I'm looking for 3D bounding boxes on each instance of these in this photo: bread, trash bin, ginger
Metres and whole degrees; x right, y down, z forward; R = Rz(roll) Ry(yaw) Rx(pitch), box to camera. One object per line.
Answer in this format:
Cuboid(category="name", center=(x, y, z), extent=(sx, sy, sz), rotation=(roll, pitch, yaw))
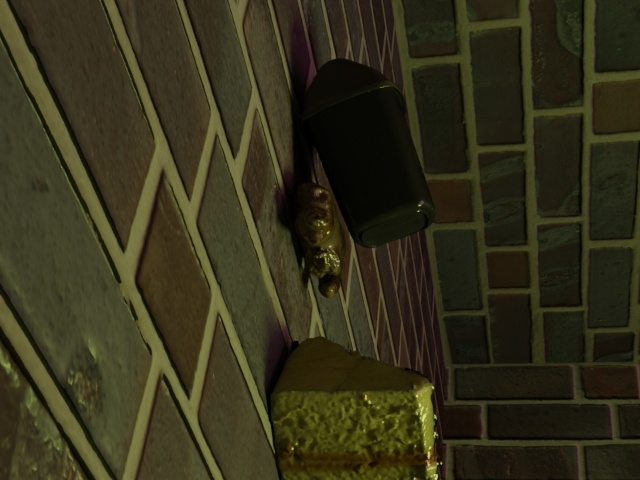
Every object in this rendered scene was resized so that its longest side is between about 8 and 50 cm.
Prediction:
Cuboid(category="bread", center=(0.070, 0.289, 1.690), extent=(0.198, 0.236, 0.263), rotation=(-66, 153, -60))
Cuboid(category="trash bin", center=(0.078, -0.147, 1.875), extent=(0.209, 0.182, 0.290), rotation=(53, 18, -74))
Cuboid(category="ginger", center=(0.000, -0.001, 1.832), extent=(0.333, 0.080, 0.166), rotation=(78, 12, -68))

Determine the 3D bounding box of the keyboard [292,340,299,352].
Cuboid(category="keyboard", center=(-0.024, 0.241, 1.813), extent=(0.195, 0.018, 0.060), rotation=(76, 13, -47))
